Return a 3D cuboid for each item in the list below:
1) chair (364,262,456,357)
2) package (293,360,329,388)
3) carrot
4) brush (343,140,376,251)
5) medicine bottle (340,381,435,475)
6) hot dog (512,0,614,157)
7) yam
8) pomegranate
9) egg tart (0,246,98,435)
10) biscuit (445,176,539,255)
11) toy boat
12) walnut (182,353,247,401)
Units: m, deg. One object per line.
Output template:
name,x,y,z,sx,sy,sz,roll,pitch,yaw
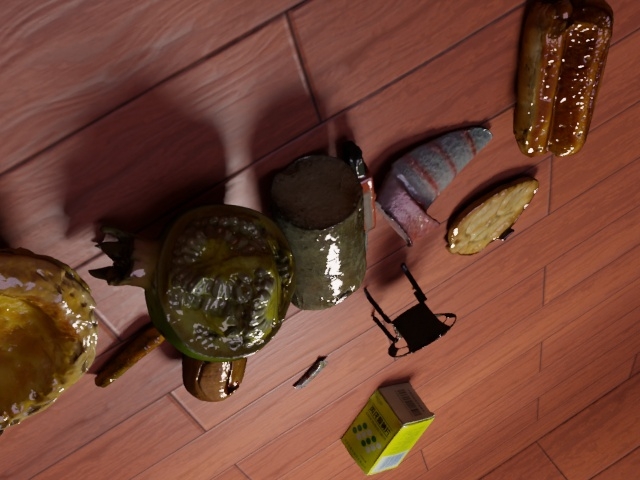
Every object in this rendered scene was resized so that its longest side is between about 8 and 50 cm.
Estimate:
chair,0.207,0.180,1.864,0.174,0.213,0.149,-31,141,-5
package,-0.022,0.326,2.010,0.110,0.015,0.037,-48,150,20
carrot,-0.359,0.219,1.555,0.170,0.042,0.042,-41,147,12
brush,0.075,-0.073,1.561,0.051,0.070,0.323,-26,148,-12
medicine bottle,0.192,0.539,2.353,0.141,0.137,0.250,-1,133,-40
hot dog,0.448,-0.307,1.558,0.158,0.117,0.349,-4,136,2
yam,0.000,0.000,1.501,0.168,0.168,0.304,-26,144,-15
pomegranate,-0.198,0.057,1.338,0.340,0.260,0.260,18,125,-15
egg tart,-0.512,0.134,1.200,0.387,0.169,0.388,-20,142,-17
biscuit,0.394,-0.057,1.892,0.260,0.041,0.203,-39,144,4
toy boat,0.232,-0.135,1.623,0.282,0.096,0.206,-44,132,-4
walnut,-0.210,0.229,1.625,0.137,0.137,0.245,-14,132,-29
